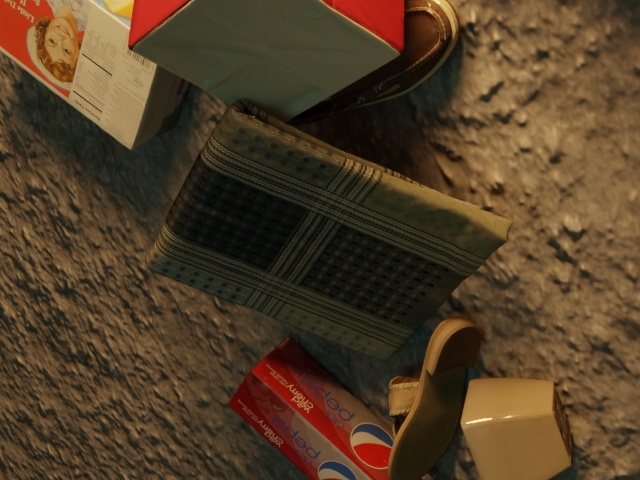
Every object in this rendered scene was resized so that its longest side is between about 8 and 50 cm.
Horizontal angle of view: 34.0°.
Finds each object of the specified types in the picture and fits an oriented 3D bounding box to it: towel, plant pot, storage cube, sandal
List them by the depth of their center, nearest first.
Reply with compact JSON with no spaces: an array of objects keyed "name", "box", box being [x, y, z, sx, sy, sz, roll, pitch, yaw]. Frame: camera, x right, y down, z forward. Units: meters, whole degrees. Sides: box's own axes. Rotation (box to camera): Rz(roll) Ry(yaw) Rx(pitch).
[{"name":"storage cube","box":[-0.047,-0.251,0.991,0.184,0.193,0.215,28,141,-37]},{"name":"towel","box":[0.000,0.000,1.140,0.324,0.056,0.312,23,141,-11]},{"name":"plant pot","box":[0.224,0.214,1.162,0.096,0.109,0.109,-17,105,20]},{"name":"sandal","box":[0.121,0.177,1.247,0.079,0.088,0.240,49,132,46]}]

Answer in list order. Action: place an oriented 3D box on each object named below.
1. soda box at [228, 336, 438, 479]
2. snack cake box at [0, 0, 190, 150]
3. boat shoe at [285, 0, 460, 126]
[{"name":"soda box","box":[0.015,0.251,1.330,0.263,0.092,0.083,41,131,9]},{"name":"snack cake box","box":[-0.280,-0.250,1.264,0.264,0.089,0.152,37,131,12]},{"name":"boat shoe","box":[0.027,-0.173,1.091,0.257,0.095,0.095,-23,100,40]}]
